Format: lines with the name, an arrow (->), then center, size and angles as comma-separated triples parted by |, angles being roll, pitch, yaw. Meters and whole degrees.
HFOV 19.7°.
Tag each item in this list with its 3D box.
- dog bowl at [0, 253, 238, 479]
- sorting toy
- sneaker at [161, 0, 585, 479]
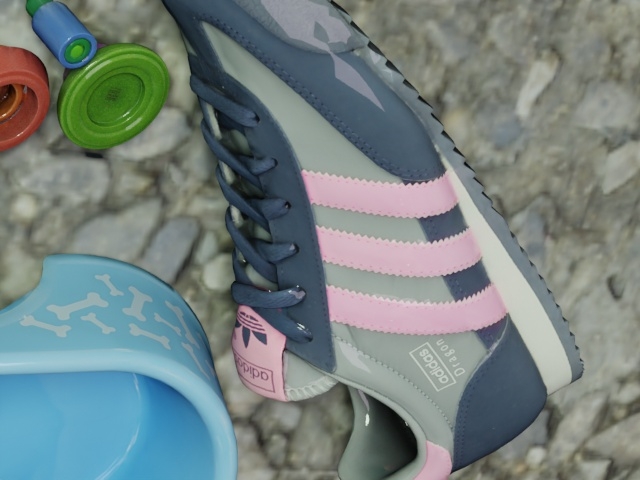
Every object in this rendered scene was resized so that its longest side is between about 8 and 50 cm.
dog bowl -> -0.169, 0.096, 0.784 | 0.297, 0.074, 0.166 | 0, 113, -27
sorting toy -> -0.114, -0.071, 0.757 | 0.102, 0.042, 0.061 | -8, 133, -36
sneaker -> 0.000, 0.000, 0.800 | 0.131, 0.112, 0.319 | -42, 124, -7
